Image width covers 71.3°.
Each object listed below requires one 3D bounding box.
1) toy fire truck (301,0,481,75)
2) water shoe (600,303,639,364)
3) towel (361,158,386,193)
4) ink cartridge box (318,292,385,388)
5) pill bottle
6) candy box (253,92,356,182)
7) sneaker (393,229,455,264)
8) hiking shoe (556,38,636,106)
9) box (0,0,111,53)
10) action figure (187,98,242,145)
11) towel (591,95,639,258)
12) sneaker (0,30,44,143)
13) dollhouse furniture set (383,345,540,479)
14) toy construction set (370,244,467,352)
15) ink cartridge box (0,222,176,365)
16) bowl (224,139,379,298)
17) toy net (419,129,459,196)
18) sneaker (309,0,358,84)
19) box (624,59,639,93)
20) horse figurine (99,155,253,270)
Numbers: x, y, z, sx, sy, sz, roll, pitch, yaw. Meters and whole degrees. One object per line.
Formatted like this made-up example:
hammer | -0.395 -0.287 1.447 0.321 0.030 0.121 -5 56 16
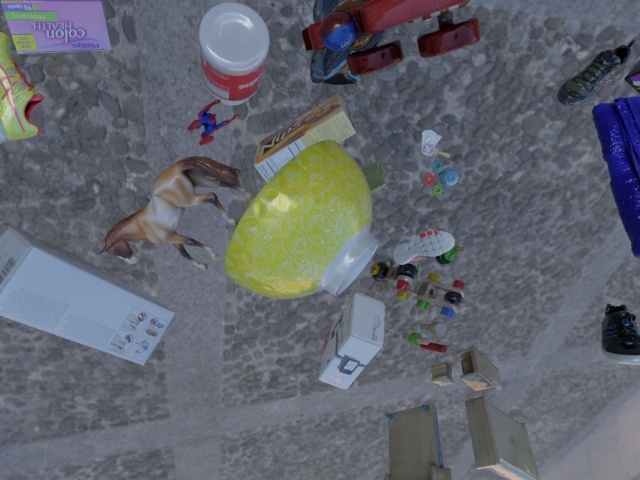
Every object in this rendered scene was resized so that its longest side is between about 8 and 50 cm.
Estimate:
toy fire truck | 0.106 -0.344 0.661 0.302 0.254 0.169 -7 114 23
water shoe | 0.617 0.188 0.922 0.073 0.203 0.080 -2 100 22
towel | 0.156 -0.198 1.500 0.027 0.110 0.148 18 148 -39
ink cartridge box | 0.058 0.187 0.835 0.063 0.109 0.150 22 128 -8
pill bottle | -0.318 -0.644 1.615 0.229 0.407 0.229 1 86 -13
candy box | -0.053 -0.318 1.393 0.316 0.183 0.087 -29 120 15
sneaker | 0.246 0.015 1.035 0.158 0.061 0.065 -18 164 42
hiking shoe | 0.722 -0.446 1.178 0.227 0.086 0.114 -36 153 -10
box | -0.674 -0.583 1.157 0.213 0.243 0.117 -11 131 -20
action figure | -0.338 -0.396 1.443 0.139 0.280 0.091 -33 114 6
towel | 0.645 -0.119 0.827 0.227 0.308 0.076 -1 164 -16
sneaker | -0.586 -0.292 0.856 0.094 0.081 0.208 -5 97 -19
dollhouse furniture set | 0.303 0.460 1.062 0.303 0.286 0.198 -30 127 32
toy construction set | 0.273 0.168 1.342 0.257 0.237 0.309 2 85 -31
ink cartridge box | -0.503 0.107 0.910 0.309 0.272 0.130 40 73 -42
bowl | 0.000 0.000 0.733 0.289 0.156 0.289 -47 166 -16
toy net | 0.396 -0.275 1.559 0.122 0.045 0.232 -30 107 6
sneaker | 0.053 -0.555 1.157 0.139 0.125 0.341 12 151 4
box | 0.288 -0.161 0.283 0.029 0.162 0.116 38 98 -1
horse figurine | -0.225 -0.045 0.725 0.174 0.066 0.263 29 120 -18
